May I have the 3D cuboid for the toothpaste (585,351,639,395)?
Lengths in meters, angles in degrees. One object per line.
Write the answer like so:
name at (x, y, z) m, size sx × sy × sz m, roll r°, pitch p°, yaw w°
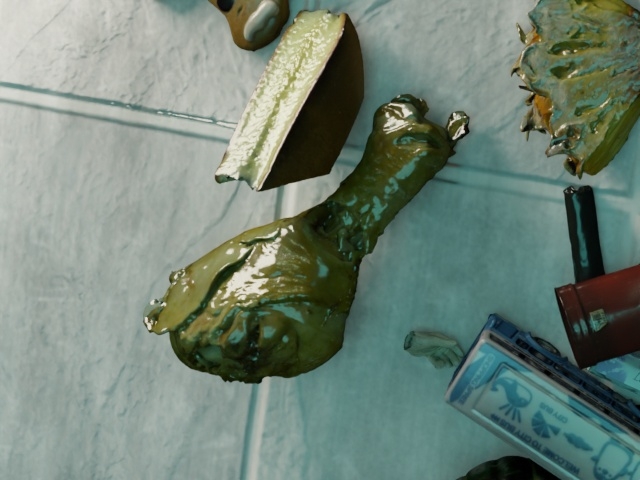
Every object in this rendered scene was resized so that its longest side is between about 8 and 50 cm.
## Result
toothpaste at (0.393, 0.161, 1.899) m, size 0.196 × 0.040 × 0.047 m, roll 25°, pitch 107°, yaw 12°

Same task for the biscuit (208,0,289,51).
biscuit at (-0.141, -0.355, 1.985) m, size 0.301 × 0.049 × 0.197 m, roll 38°, pitch 105°, yaw 10°

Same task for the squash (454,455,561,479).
squash at (0.211, 0.344, 1.908) m, size 0.218 × 0.172 × 0.218 m, roll 10°, pitch 115°, yaw 21°

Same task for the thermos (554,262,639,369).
thermos at (0.375, 0.062, 1.843) m, size 0.232 × 0.124 × 0.098 m, roll -17°, pitch 84°, yaw 5°

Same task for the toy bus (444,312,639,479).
toy bus at (0.281, 0.204, 1.891) m, size 0.297 × 0.131 × 0.106 m, roll 33°, pitch 106°, yaw 9°

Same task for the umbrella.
umbrella at (0.294, 0.003, 1.910) m, size 0.036 × 0.031 × 0.133 m, roll -6°, pitch 97°, yaw 17°

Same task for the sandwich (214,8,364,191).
sandwich at (-0.023, -0.140, 1.920) m, size 0.094 × 0.096 × 0.258 m, roll 3°, pitch 57°, yaw 40°

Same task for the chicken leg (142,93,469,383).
chicken leg at (0.000, 0.000, 1.946) m, size 0.429 × 0.153 × 0.201 m, roll -48°, pitch 66°, yaw 10°

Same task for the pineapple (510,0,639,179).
pineapple at (0.296, -0.186, 1.840) m, size 0.186 × 0.114 × 0.236 m, roll -4°, pitch 94°, yaw 18°

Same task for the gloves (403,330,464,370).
gloves at (0.127, 0.120, 1.974) m, size 0.081 × 0.037 × 0.044 m, roll 30°, pitch 143°, yaw -5°
